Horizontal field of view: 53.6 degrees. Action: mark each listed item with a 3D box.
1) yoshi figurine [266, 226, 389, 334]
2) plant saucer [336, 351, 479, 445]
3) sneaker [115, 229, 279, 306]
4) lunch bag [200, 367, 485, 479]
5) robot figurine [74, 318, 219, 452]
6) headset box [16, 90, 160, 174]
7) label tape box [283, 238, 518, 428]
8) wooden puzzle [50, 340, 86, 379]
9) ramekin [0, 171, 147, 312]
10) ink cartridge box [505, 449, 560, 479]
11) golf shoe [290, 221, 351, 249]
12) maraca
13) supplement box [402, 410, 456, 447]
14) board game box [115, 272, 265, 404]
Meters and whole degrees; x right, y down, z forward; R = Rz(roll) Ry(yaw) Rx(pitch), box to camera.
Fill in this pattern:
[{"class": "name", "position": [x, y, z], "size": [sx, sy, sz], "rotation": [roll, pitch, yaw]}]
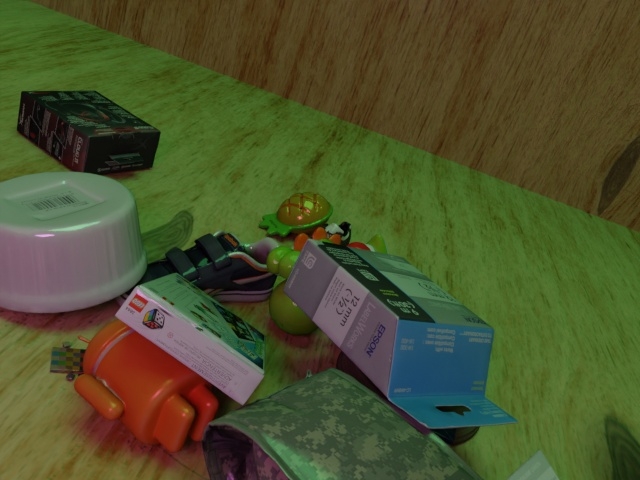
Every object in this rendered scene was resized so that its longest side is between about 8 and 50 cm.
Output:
[{"class": "yoshi figurine", "position": [0.028, 0.106, 1.240], "size": [0.362, 0.204, 0.202], "rotation": [13, 58, -45]}, {"class": "plant saucer", "position": [0.165, 0.253, 1.140], "size": [0.278, 0.041, 0.277], "rotation": [16, 25, -8]}, {"class": "sneaker", "position": [-0.217, 0.049, 1.168], "size": [0.321, 0.127, 0.126], "rotation": [-6, 36, -41]}, {"class": "lunch bag", "position": [0.017, 0.297, 0.786], "size": [0.287, 0.168, 0.235], "rotation": [40, 31, 28]}, {"class": "robot figurine", "position": [-0.235, 0.188, 0.867], "size": [0.219, 0.128, 0.158], "rotation": [35, 63, 28]}, {"class": "headset box", "position": [-0.559, -0.263, 1.556], "size": [0.293, 0.110, 0.218], "rotation": [32, 27, 23]}, {"class": "label tape box", "position": [0.140, 0.138, 0.989], "size": [0.249, 0.115, 0.348], "rotation": [12, 19, -43]}, {"class": "wooden puzzle", "position": [-0.369, 0.177, 0.929], "size": [0.050, 0.006, 0.083], "rotation": [9, 27, -23]}, {"class": "ramekin", "position": [-0.431, -0.011, 1.044], "size": [0.278, 0.135, 0.277], "rotation": [4, 26, -2]}, {"class": "ink cartridge box", "position": [0.258, 0.415, 0.752], "size": [0.275, 0.060, 0.238], "rotation": [-10, 62, -48]}, {"class": "golf shoe", "position": [0.000, 0.000, 1.466], "size": [0.077, 0.093, 0.198], "rotation": [35, 30, 26]}, {"class": "maraca", "position": [-0.058, -0.059, 1.545], "size": [0.186, 0.099, 0.127], "rotation": [-23, 35, -22]}, {"class": "supplement box", "position": [0.154, 0.304, 0.973], "size": [0.083, 0.083, 0.056], "rotation": [25, 25, 10]}, {"class": "board game box", "position": [-0.170, 0.127, 0.918], "size": [0.193, 0.053, 0.305], "rotation": [36, -3, -3]}]
